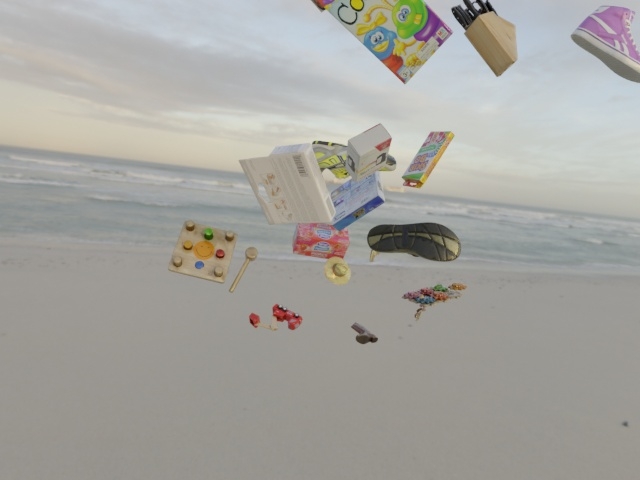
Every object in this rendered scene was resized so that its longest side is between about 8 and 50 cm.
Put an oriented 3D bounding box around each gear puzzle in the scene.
[{"bbox_3d":[0.558,0.236,2.081,0.339,0.044,0.176,-9,13,-29],"label":"gear puzzle"}]

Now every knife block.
[{"bbox_3d":[0.589,-0.759,1.625,0.242,0.275,0.088,17,-27,-15],"label":"knife block"}]

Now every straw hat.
[{"bbox_3d":[0.094,0.138,2.116,0.145,0.144,0.061,4,-16,-23],"label":"straw hat"}]

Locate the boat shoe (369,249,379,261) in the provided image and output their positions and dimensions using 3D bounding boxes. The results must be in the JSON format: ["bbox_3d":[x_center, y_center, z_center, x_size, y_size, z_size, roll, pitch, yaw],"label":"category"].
[{"bbox_3d":[0.271,0.048,2.162,0.045,0.135,0.050,14,27,2],"label":"boat shoe"}]

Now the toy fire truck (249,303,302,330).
[{"bbox_3d":[-0.187,0.334,1.869,0.192,0.047,0.135,23,45,24],"label":"toy fire truck"}]

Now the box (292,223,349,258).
[{"bbox_3d":[0.000,0.000,2.170,0.257,0.128,0.122,10,43,-13],"label":"box"}]

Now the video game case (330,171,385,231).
[{"bbox_3d":[0.167,-0.200,2.077,0.061,0.270,0.244,39,33,-32],"label":"video game case"}]

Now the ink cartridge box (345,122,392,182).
[{"bbox_3d":[0.156,-0.286,1.476,0.128,0.072,0.175,-30,-19,-11],"label":"ink cartridge box"}]

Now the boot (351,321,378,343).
[{"bbox_3d":[0.139,0.332,1.622,0.107,0.037,0.114,17,11,-37],"label":"boot"}]

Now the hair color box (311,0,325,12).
[{"bbox_3d":[-0.013,-0.957,1.712,0.072,0.043,0.141,-12,-37,45],"label":"hair color box"}]

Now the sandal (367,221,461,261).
[{"bbox_3d":[0.305,0.000,1.455,0.303,0.120,0.086,8,-8,25],"label":"sandal"}]

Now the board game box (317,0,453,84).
[{"bbox_3d":[0.131,-0.497,0.961,0.275,0.142,0.144,38,28,-15],"label":"board game box"}]

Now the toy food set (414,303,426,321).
[{"bbox_3d":[0.540,0.374,2.395,0.019,0.122,0.078,24,12,-12],"label":"toy food set"}]

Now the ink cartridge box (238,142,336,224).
[{"bbox_3d":[-0.112,-0.189,1.572,0.261,0.296,0.066,-1,41,27],"label":"ink cartridge box"}]

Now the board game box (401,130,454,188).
[{"bbox_3d":[0.428,-0.329,1.808,0.039,0.259,0.124,32,-4,-29],"label":"board game box"}]

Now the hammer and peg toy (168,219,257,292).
[{"bbox_3d":[-0.475,0.069,2.019,0.362,0.265,0.127,16,-27,-8],"label":"hammer and peg toy"}]

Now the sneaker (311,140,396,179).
[{"bbox_3d":[0.136,-0.324,1.872,0.385,0.147,0.145,15,14,28],"label":"sneaker"}]

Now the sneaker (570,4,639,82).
[{"bbox_3d":[0.974,-0.641,1.424,0.282,0.161,0.102,46,14,11],"label":"sneaker"}]
